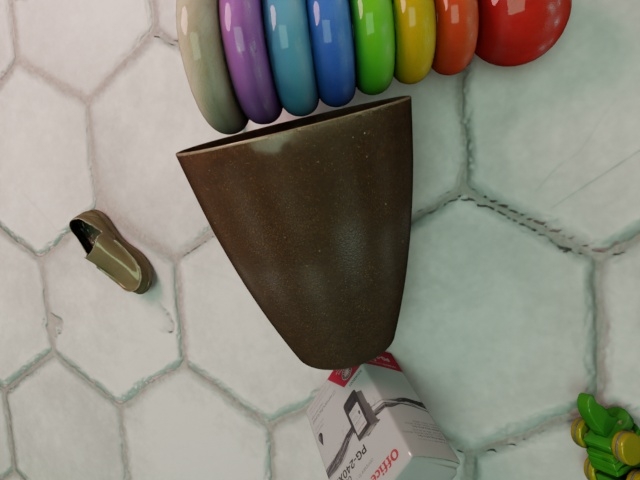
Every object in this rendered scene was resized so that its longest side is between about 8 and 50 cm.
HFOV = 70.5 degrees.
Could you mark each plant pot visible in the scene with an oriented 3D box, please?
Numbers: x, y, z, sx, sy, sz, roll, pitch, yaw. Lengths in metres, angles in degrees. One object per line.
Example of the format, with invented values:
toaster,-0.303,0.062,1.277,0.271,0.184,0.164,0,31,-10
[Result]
plant pot,0.000,0.000,0.445,0.215,0.215,0.231,-7,108,21

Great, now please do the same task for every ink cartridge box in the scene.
ink cartridge box,0.054,0.199,0.464,0.063,0.150,0.109,23,108,-27

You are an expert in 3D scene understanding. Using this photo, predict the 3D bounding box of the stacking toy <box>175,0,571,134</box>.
stacking toy,0.052,-0.184,0.405,0.330,0.141,0.141,-6,95,4

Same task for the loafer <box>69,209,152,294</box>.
loafer,-0.291,0.019,0.620,0.148,0.050,0.056,43,109,10

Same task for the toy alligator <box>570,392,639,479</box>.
toy alligator,0.296,0.229,0.434,0.051,0.056,0.190,-20,90,-19
